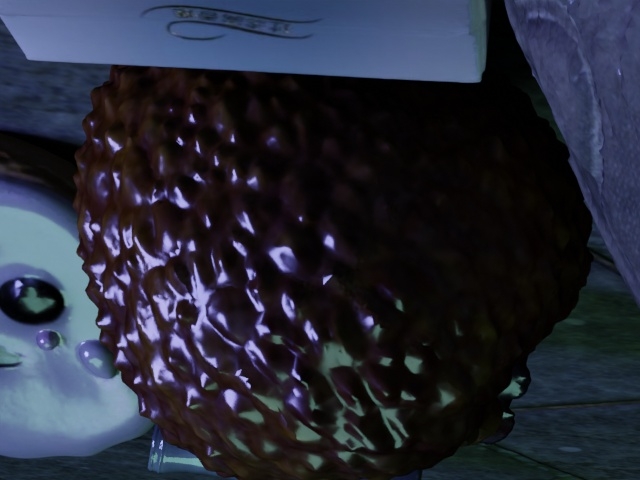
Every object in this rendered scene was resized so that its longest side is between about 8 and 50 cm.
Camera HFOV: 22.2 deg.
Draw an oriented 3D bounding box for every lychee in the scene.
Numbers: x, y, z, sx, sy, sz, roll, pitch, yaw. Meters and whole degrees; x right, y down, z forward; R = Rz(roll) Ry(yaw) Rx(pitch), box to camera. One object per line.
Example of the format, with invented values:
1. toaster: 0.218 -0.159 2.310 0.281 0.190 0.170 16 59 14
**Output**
1. lychee: 0.004 0.003 0.600 0.194 0.194 0.194 6 162 2

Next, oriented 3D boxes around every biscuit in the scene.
1. biscuit: -0.169 0.037 0.821 0.181 0.049 0.208 -4 132 10

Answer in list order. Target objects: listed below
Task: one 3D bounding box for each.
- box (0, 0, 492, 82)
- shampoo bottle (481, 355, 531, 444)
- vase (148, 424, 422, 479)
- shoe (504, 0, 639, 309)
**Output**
1. box: -0.034 -0.120 0.414 0.155 0.067 0.243 5 162 8
2. shampoo bottle: -0.049 0.051 0.917 0.323 0.084 0.129 9 158 -4
3. vase: -0.029 0.177 1.307 0.214 0.086 0.086 11 162 -2
4. shoe: 0.171 -0.053 0.439 0.210 0.132 0.342 -24 160 12
